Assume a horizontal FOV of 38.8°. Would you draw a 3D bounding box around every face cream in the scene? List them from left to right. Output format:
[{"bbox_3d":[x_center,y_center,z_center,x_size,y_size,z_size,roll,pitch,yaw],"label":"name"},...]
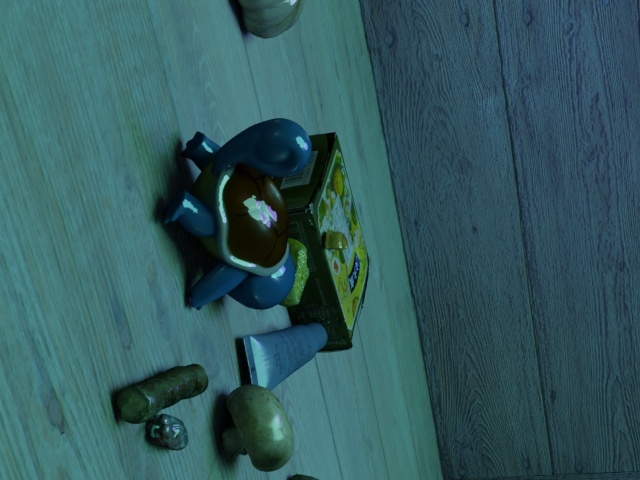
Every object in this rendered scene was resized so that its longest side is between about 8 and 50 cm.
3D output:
[{"bbox_3d":[-0.077,0.240,1.963,0.385,0.086,0.136,-13,94,-70],"label":"face cream"}]

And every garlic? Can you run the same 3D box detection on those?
[{"bbox_3d":[-0.111,-0.572,2.037,0.228,0.152,0.228,-2,90,-71],"label":"garlic"}]

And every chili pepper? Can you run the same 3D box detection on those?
[{"bbox_3d":[-0.231,0.301,1.419,0.153,0.041,0.050,53,50,-64],"label":"chili pepper"}]

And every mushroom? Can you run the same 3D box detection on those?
[{"bbox_3d":[-0.119,0.347,1.677,0.166,0.127,0.166,162,-90,-84],"label":"mushroom"}]

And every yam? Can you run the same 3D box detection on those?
[{"bbox_3d":[-0.235,0.230,1.400,0.253,0.061,0.061,-2,85,-76],"label":"yam"}]

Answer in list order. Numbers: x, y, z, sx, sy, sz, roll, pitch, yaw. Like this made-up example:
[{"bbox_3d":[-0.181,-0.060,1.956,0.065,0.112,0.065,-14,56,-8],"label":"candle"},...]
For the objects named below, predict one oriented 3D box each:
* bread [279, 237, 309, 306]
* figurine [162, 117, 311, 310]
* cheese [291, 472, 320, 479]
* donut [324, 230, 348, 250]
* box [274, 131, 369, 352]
[{"bbox_3d":[-0.084,0.067,1.948,0.114,0.111,0.129,72,37,-52],"label":"bread"},{"bbox_3d":[-0.152,-0.055,1.615,0.298,0.242,0.416,-94,-171,-47],"label":"figurine"},{"bbox_3d":[-0.016,0.628,2.008,0.175,0.091,0.203,63,24,-49],"label":"cheese"},{"bbox_3d":[0.040,0.009,2.057,0.083,0.037,0.067,61,26,-48],"label":"donut"},{"bbox_3d":[0.000,0.000,2.236,0.373,0.138,0.420,-75,154,-55],"label":"box"}]
